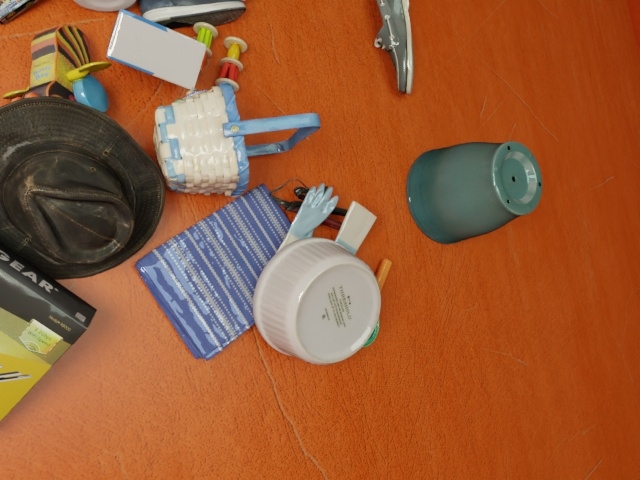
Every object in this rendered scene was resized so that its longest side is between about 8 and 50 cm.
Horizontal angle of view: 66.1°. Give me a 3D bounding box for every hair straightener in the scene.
[{"bbox_3d":[-0.013,-0.088,1.138,0.231,0.047,0.088,16,76,-29],"label":"hair straightener"}]

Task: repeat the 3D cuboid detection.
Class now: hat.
[{"bbox_3d":[-0.400,-0.049,0.782,0.332,0.134,0.331,-15,124,-24],"label":"hat"}]

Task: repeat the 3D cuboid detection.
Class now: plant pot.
[{"bbox_3d":[0.408,-0.138,1.273,0.272,0.255,0.271,4,82,-29],"label":"plant pot"}]

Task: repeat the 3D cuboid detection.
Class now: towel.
[{"bbox_3d":[-0.183,0.059,1.037,0.336,0.040,0.243,-37,101,-31],"label":"towel"}]

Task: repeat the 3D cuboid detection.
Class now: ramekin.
[{"bbox_3d":[0.005,0.134,1.033,0.273,0.127,0.272,-8,105,-31],"label":"ramekin"}]

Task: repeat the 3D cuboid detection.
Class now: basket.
[{"bbox_3d":[-0.166,-0.190,0.947,0.289,0.255,0.200,-7,89,-20],"label":"basket"}]

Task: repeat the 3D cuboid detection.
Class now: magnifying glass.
[{"bbox_3d":[0.124,0.151,1.205,0.092,0.026,0.230,32,68,-23],"label":"magnifying glass"}]

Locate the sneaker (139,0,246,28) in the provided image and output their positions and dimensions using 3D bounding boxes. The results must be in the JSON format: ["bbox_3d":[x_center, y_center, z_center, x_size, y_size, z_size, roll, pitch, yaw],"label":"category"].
[{"bbox_3d":[-0.275,-0.535,1.023,0.226,0.086,0.163,-18,96,-30],"label":"sneaker"}]

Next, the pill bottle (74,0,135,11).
[{"bbox_3d":[-0.420,-0.562,0.920,0.124,0.124,0.221,-9,89,-31],"label":"pill bottle"}]

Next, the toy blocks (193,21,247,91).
[{"bbox_3d":[-0.227,-0.370,1.049,0.123,0.054,0.148,16,76,-29],"label":"toy blocks"}]

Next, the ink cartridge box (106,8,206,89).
[{"bbox_3d":[-0.306,-0.352,0.904,0.148,0.203,0.085,14,107,-28],"label":"ink cartridge box"}]

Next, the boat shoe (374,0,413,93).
[{"bbox_3d":[0.193,-0.545,1.312,0.099,0.116,0.319,-5,94,12],"label":"boat shoe"}]

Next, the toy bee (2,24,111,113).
[{"bbox_3d":[-0.436,-0.247,0.831,0.195,0.162,0.298,-35,78,8],"label":"toy bee"}]

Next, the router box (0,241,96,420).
[{"bbox_3d":[-0.547,0.114,0.731,0.309,0.081,0.243,42,92,-19],"label":"router box"}]

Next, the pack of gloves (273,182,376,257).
[{"bbox_3d":[0.000,0.000,1.103,0.195,0.046,0.232,32,83,-35],"label":"pack of gloves"}]

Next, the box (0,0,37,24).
[{"bbox_3d":[-0.540,-0.460,0.864,0.137,0.027,0.094,-39,104,-4],"label":"box"}]
